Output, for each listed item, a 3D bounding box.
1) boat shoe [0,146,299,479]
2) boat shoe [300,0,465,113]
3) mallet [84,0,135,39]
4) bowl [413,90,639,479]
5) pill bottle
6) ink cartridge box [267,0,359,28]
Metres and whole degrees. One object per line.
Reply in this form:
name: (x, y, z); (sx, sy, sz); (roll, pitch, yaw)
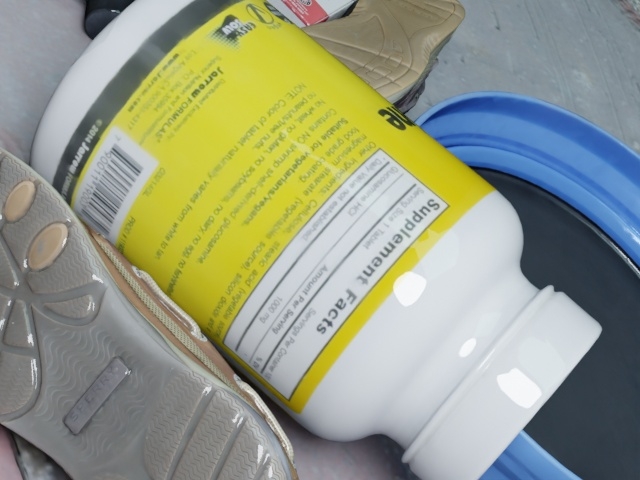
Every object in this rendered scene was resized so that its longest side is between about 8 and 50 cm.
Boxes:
boat shoe: (-0.132, 0.066, 0.861); (0.324, 0.123, 0.116); (48, 5, 18)
boat shoe: (0.030, -0.123, 1.162); (0.103, 0.092, 0.285); (24, 34, 12)
mallet: (-0.213, -0.195, 1.063); (0.190, 0.039, 0.062); (19, 48, -28)
bowl: (0.197, 0.059, 1.157); (0.391, 0.077, 0.391); (22, 44, -23)
pill bottle: (0.000, 0.000, 0.923); (0.334, 0.188, 0.188); (41, 39, 9)
ink cartridge box: (-0.022, -0.213, 1.227); (0.099, 0.056, 0.135); (47, 40, 3)
